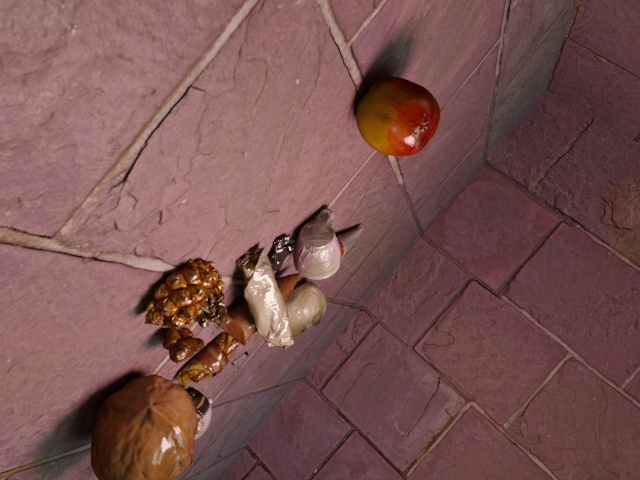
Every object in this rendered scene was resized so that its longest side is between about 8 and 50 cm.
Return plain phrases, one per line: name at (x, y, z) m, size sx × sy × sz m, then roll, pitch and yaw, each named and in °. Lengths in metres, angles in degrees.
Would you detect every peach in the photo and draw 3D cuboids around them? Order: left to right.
peach at (0.215, -0.341, 1.356) m, size 0.231 × 0.231 × 0.231 m, roll -43°, pitch 160°, yaw -19°

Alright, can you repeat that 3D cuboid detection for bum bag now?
bum bag at (-0.142, 0.065, 1.604) m, size 0.087 × 0.049 × 0.198 m, roll -15°, pitch 142°, yaw -52°

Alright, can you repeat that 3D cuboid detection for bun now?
bun at (-0.088, 0.296, 2.003) m, size 0.272 × 0.168 × 0.273 m, roll -39°, pitch 165°, yaw -12°

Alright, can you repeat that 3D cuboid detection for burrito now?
burrito at (-0.169, 0.201, 1.534) m, size 0.117 × 0.076 × 0.392 m, roll -26°, pitch 124°, yaw -21°

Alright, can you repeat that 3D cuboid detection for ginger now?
ginger at (-0.400, 0.293, 1.390) m, size 0.073 × 0.103 × 0.162 m, roll -46°, pitch 171°, yaw 4°

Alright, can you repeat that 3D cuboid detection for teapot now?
teapot at (0.009, 0.009, 1.667) m, size 0.221 × 0.163 × 0.178 m, roll -38°, pitch 152°, yaw -29°

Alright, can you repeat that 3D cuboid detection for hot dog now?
hot dog at (-0.372, 0.419, 1.698) m, size 0.261 × 0.093 × 0.123 m, roll -42°, pitch 161°, yaw -23°

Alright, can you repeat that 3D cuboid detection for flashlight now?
flashlight at (-0.336, 0.496, 2.050) m, size 0.083 × 0.018 × 0.018 m, roll -31°, pitch 153°, yaw -44°

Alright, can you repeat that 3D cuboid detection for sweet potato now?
sweet potato at (-0.182, 0.210, 1.673) m, size 0.336 × 0.131 × 0.131 m, roll -39°, pitch 159°, yaw -28°

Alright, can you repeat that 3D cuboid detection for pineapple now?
pineapple at (-0.302, 0.140, 1.223) m, size 0.249 × 0.164 × 0.140 m, roll -27°, pitch 144°, yaw -42°

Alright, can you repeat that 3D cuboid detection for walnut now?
walnut at (-0.490, 0.540, 1.377) m, size 0.306 × 0.306 × 0.344 m, roll -30°, pitch 156°, yaw -44°

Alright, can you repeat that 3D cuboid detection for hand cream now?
hand cream at (0.099, 0.014, 2.002) m, size 0.140 × 0.089 × 0.314 m, roll -55°, pitch 165°, yaw 20°

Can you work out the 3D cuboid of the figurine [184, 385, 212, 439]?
figurine at (-0.490, 0.650, 1.636) m, size 0.281 × 0.167 × 0.370 m, roll -13°, pitch -149°, yaw 33°
